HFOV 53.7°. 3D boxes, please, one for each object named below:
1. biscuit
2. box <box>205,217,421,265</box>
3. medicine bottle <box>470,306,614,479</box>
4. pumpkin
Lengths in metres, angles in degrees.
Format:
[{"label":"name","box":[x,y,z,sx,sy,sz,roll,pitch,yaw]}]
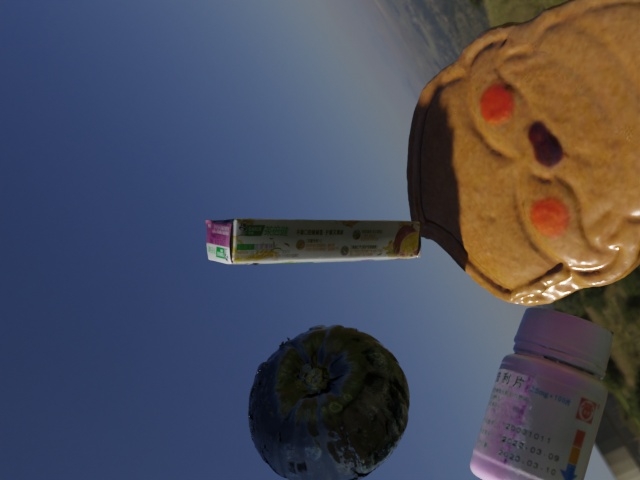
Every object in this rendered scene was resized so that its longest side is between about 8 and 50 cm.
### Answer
[{"label":"biscuit","box":[0.283,-0.110,0.764,0.078,0.455,0.349,-4,-108,-44]},{"label":"box","box":[0.000,0.000,0.577,0.207,0.050,0.041,0,-85,-34]},{"label":"medicine bottle","box":[0.319,0.234,0.901,0.152,0.254,0.152,19,169,4]},{"label":"pumpkin","box":[0.009,0.231,0.894,0.233,0.233,0.163,-105,-7,-49]}]
